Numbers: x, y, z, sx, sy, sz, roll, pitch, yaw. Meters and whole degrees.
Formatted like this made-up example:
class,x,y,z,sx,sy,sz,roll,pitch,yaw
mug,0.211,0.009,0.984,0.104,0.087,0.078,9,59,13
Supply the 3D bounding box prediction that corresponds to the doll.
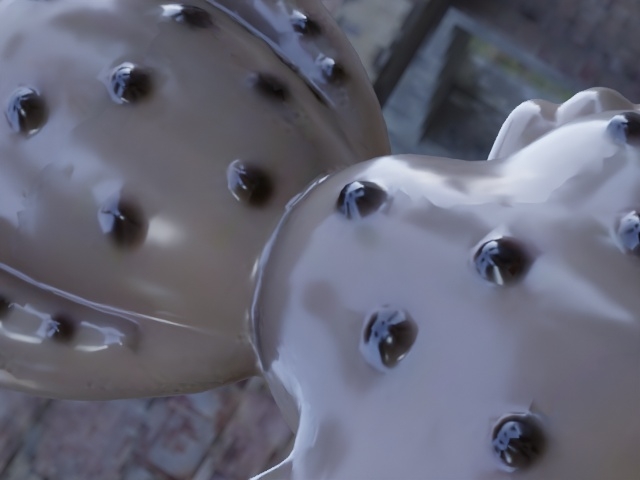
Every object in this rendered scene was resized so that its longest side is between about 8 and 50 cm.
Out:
class,x,y,z,sx,sy,sz,roll,pitch,yaw
doll,-0.002,0.001,0.409,0.154,0.278,0.119,-45,-25,-14
